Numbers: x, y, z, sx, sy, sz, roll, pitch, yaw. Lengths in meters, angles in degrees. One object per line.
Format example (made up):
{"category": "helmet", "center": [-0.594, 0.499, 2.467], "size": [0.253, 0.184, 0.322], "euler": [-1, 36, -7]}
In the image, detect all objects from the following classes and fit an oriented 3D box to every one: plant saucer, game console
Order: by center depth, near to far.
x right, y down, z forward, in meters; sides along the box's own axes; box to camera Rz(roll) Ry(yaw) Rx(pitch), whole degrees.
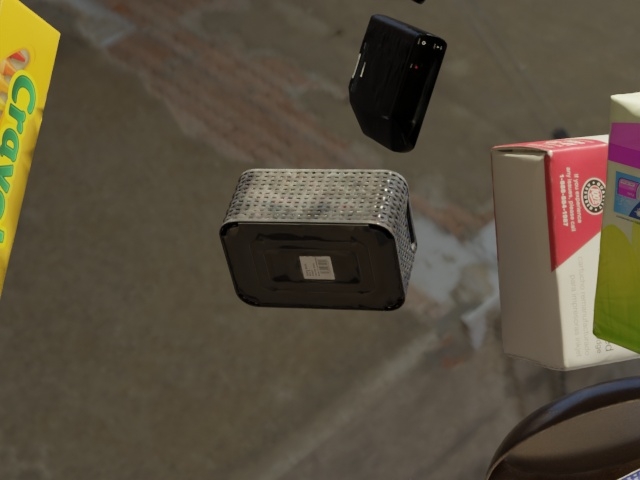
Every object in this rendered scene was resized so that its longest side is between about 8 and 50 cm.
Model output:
{"category": "game console", "center": [0.115, -0.285, 1.614], "size": [0.213, 0.044, 0.361], "euler": [-128, -126, -71]}
{"category": "plant saucer", "center": [0.333, 0.229, 1.639], "size": [0.310, 0.311, 0.050], "euler": [104, -22, -55]}

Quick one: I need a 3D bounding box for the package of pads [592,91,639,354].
{"category": "package of pads", "center": [0.355, 0.015, 1.152], "size": [0.297, 0.101, 0.229], "euler": [22, -64, 51]}

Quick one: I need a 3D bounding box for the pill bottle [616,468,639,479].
{"category": "pill bottle", "center": [0.342, 0.295, 1.408], "size": [0.153, 0.265, 0.153], "euler": [54, 15, -22]}

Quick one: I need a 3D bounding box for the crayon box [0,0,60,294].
{"category": "crayon box", "center": [-0.409, -0.104, 1.363], "size": [0.106, 0.362, 0.313], "euler": [0, -19, 28]}

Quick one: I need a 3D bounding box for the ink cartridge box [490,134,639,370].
{"category": "ink cartridge box", "center": [0.341, -0.001, 1.479], "size": [0.131, 0.306, 0.226], "euler": [-171, -105, -70]}

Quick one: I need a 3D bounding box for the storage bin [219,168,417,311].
{"category": "storage bin", "center": [0.000, 0.000, 1.462], "size": [0.180, 0.084, 0.122], "euler": [2, -47, 16]}
